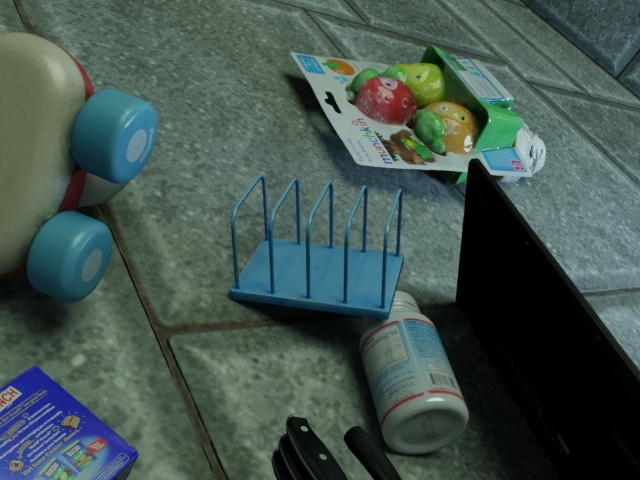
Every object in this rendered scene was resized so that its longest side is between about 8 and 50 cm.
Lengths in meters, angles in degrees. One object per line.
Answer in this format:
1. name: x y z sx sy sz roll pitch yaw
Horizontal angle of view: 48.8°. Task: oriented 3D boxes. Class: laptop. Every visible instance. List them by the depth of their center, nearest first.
1. laptop: 0.343 0.140 0.805 0.236 0.408 0.382 -18 48 -9

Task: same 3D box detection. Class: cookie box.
1. cookie box: -0.202 0.154 0.502 0.107 0.040 0.092 38 33 9

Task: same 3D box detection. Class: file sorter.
1. file sorter: 0.000 0.000 0.757 0.170 0.104 0.118 7 31 12

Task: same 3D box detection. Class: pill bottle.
1. pill bottle: 0.089 0.131 0.731 0.087 0.087 0.160 15 36 -24

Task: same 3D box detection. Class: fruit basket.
1. fruit basket: 0.159 -0.231 1.206 0.353 0.165 0.327 5 41 -30

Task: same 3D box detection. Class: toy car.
1. toy car: -0.253 -0.068 0.673 0.219 0.210 0.238 22 3 9

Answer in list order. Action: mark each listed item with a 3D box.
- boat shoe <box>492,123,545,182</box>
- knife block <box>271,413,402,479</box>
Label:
1. boat shoe: 0.397 -0.173 1.382 0.096 0.098 0.277 31 31 0
2. knife block: 0.059 0.225 0.450 0.088 0.275 0.242 4 71 -36
